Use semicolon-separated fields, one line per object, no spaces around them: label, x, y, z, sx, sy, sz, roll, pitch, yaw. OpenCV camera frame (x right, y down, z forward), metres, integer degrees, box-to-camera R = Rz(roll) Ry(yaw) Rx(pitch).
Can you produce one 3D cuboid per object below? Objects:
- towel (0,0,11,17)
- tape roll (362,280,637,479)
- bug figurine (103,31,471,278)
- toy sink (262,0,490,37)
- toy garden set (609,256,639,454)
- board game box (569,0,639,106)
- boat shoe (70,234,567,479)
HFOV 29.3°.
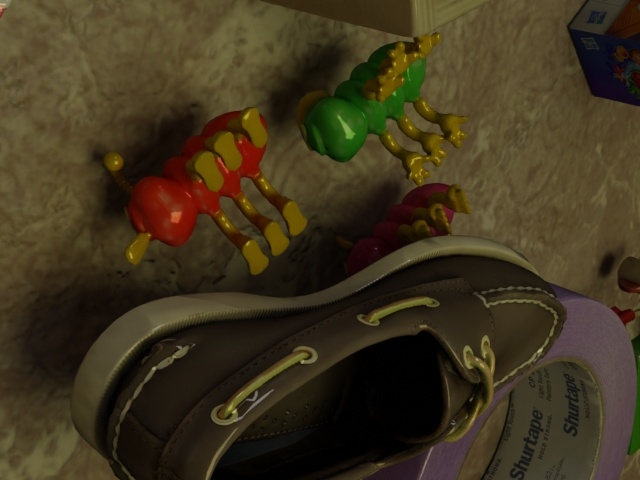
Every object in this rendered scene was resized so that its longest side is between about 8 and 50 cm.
towel;-0.174;-0.139;0.494;0.144;0.029;0.197;35;81;-48
tape roll;0.118;0.159;0.891;0.275;0.090;0.275;-20;120;-39
bug figurine;0.000;0.000;0.705;0.216;0.072;0.279;-41;138;-19
toy sink;0.080;-0.225;0.650;0.234;0.131;0.153;-31;128;-35
toy garden set;0.289;0.073;1.070;0.244;0.049;0.204;-27;127;-36
board game box;0.376;-0.229;0.886;0.347;0.233;0.078;-52;137;-18
boat shoe;0.031;0.072;0.650;0.324;0.097;0.116;-7;121;-42
